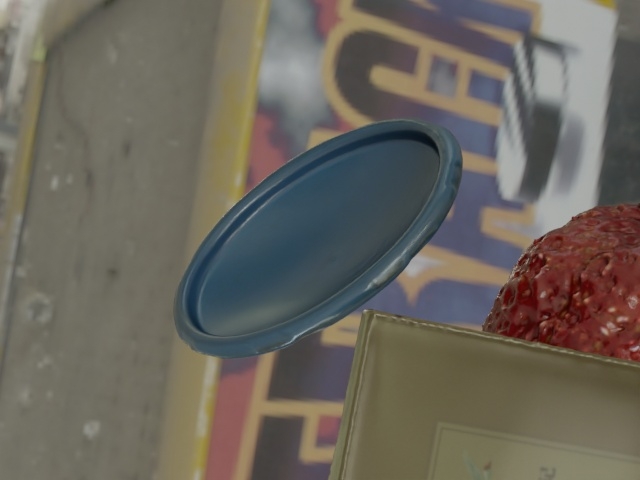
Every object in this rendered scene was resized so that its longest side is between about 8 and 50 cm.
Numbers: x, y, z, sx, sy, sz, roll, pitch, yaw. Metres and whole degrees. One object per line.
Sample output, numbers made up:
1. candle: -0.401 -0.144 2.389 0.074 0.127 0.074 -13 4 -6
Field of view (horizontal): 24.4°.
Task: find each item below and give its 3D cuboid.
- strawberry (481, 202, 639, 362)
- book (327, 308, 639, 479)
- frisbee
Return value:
1. strawberry: 0.246 0.105 1.288 0.277 0.257 0.257 -26 38 7
2. book: 0.155 0.177 0.951 0.021 0.310 0.217 175 106 -77
3. frisbee: 0.002 0.004 1.256 0.289 0.049 0.289 -29 27 16
